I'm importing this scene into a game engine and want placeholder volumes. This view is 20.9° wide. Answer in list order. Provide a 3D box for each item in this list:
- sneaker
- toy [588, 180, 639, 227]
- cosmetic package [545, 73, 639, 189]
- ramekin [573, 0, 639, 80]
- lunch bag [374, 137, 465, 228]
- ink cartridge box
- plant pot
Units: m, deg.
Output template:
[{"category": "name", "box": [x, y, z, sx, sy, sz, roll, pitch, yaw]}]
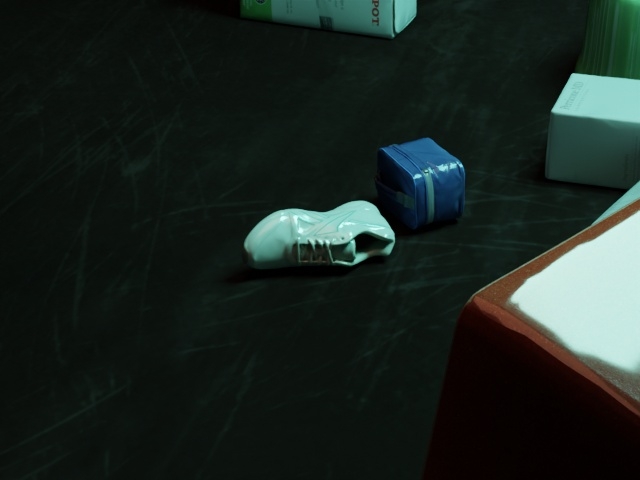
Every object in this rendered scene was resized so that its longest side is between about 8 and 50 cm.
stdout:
[{"category": "sneaker", "box": [0.000, 0.000, 1.632, 0.152, 0.053, 0.061, -13, 33, -22]}, {"category": "toy", "box": [0.343, -0.042, 1.626, 0.237, 0.056, 0.137, -37, 12, -18]}, {"category": "cosmetic package", "box": [0.357, -0.107, 1.789, 0.231, 0.085, 0.117, 9, 29, 16]}, {"category": "ramekin", "box": [0.443, -0.242, 1.973, 0.303, 0.148, 0.303, -1, 28, 0]}, {"category": "lunch bag", "box": [0.093, -0.059, 1.723, 0.065, 0.067, 0.098, -13, 29, -23]}, {"category": "ink cartridge box", "box": [0.010, -0.356, 2.197, 0.219, 0.160, 0.092, 11, 30, 20]}, {"category": "plant pot", "box": [0.241, 0.152, 1.139, 0.236, 0.267, 0.267, 34, 42, 30]}]
